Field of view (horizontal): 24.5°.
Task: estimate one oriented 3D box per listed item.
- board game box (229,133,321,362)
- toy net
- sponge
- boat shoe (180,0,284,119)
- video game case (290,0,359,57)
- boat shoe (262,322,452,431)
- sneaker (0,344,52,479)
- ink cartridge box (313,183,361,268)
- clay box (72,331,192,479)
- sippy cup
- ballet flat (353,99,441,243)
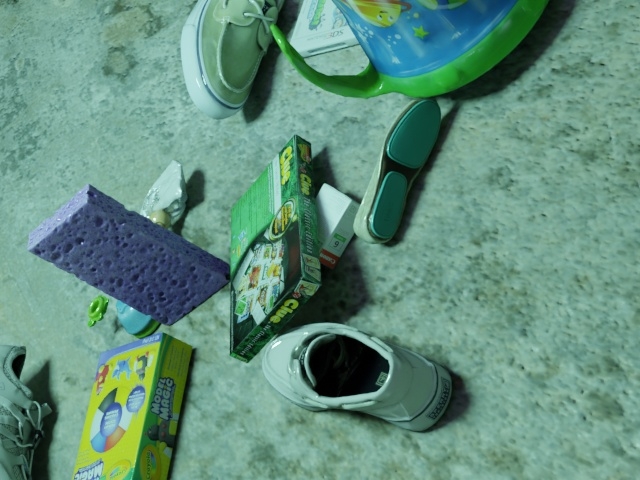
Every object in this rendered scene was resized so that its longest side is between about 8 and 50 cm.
[{"bbox_3d":[-0.053,0.005,1.635,0.136,0.030,0.259,-49,26,30],"label":"board game box"},{"bbox_3d":[-0.219,0.010,1.877,0.122,0.045,0.232,-5,60,52],"label":"toy net"},{"bbox_3d":[-0.223,0.021,1.726,0.117,0.210,0.031,-37,37,32],"label":"sponge"},{"bbox_3d":[-0.103,-0.291,1.895,0.094,0.109,0.302,-24,46,38],"label":"boat shoe"},{"bbox_3d":[0.030,-0.304,1.810,0.143,0.019,0.157,-6,61,49],"label":"video game case"},{"bbox_3d":[0.012,0.126,1.459,0.267,0.088,0.096,16,79,54],"label":"boat shoe"},{"bbox_3d":[-0.395,0.240,1.873,0.105,0.115,0.281,96,155,-56],"label":"sneaker"},{"bbox_3d":[0.000,0.000,1.619,0.115,0.029,0.063,-60,35,4],"label":"ink cartridge box"},{"bbox_3d":[-0.224,0.227,1.714,0.127,0.053,0.222,-21,49,43],"label":"clay box"},{"bbox_3d":[0.090,-0.304,1.528,0.240,0.224,0.305,3,59,52],"label":"sippy cup"},{"bbox_3d":[0.075,-0.077,1.560,0.052,0.057,0.168,6,69,63],"label":"ballet flat"}]
